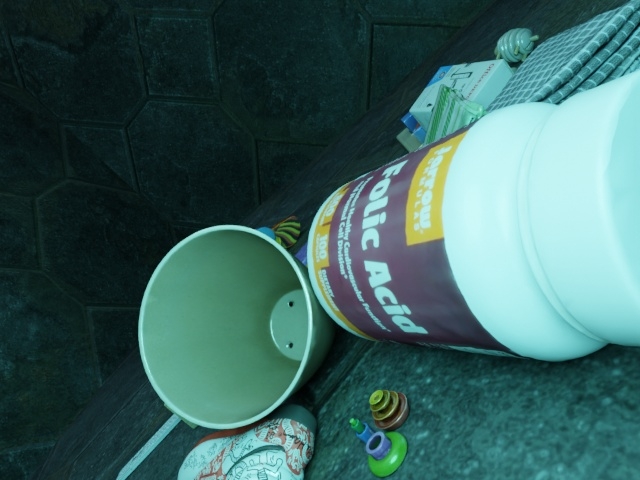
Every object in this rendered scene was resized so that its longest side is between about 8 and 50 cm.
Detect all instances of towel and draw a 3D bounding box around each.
[{"bbox_3d":[0.375,-0.233,0.761,0.283,0.121,0.235,-46,13,-2],"label":"towel"},{"bbox_3d":[0.226,-0.151,0.903,0.325,0.038,0.247,-80,3,-65],"label":"towel"}]

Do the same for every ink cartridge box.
[{"bbox_3d":[0.329,-0.329,1.126,0.148,0.086,0.203,-54,29,-7],"label":"ink cartridge box"}]

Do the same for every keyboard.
[{"bbox_3d":[-0.396,0.475,1.170,0.256,0.014,0.072,-46,14,-6],"label":"keyboard"}]

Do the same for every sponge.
[{"bbox_3d":[0.000,0.000,1.366,0.210,0.031,0.117,-49,14,-16],"label":"sponge"}]

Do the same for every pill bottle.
[{"bbox_3d":[0.160,0.001,0.486,0.224,0.224,0.392,-51,14,-22],"label":"pill bottle"}]

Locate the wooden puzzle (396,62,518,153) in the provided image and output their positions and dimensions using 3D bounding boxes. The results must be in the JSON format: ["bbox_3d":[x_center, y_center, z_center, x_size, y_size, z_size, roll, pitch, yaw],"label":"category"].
[{"bbox_3d":[0.348,-0.380,1.356,0.322,0.080,0.348,-42,14,14],"label":"wooden puzzle"}]

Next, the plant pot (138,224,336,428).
[{"bbox_3d":[-0.080,0.129,0.744,0.256,0.256,0.274,-43,-22,9],"label":"plant pot"}]

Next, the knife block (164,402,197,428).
[{"bbox_3d":[-0.217,0.278,1.071,0.242,0.088,0.275,-42,14,9],"label":"knife block"}]

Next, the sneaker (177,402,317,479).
[{"bbox_3d":[-0.124,0.328,0.644,0.270,0.090,0.145,-36,14,24],"label":"sneaker"}]

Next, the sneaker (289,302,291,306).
[{"bbox_3d":[-0.191,0.117,1.288,0.447,0.169,0.257,-36,18,41],"label":"sneaker"}]

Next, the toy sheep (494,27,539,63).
[{"bbox_3d":[0.504,-0.501,1.254,0.091,0.091,0.132,-49,28,-18],"label":"toy sheep"}]

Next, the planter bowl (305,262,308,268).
[{"bbox_3d":[0.071,0.027,0.945,0.217,0.090,0.217,-44,17,17],"label":"planter bowl"}]

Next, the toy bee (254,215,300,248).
[{"bbox_3d":[-0.195,0.036,1.649,0.298,0.162,0.195,-20,6,0],"label":"toy bee"}]

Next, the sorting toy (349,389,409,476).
[{"bbox_3d":[0.064,0.208,0.545,0.061,0.042,0.102,-36,16,32],"label":"sorting toy"}]
